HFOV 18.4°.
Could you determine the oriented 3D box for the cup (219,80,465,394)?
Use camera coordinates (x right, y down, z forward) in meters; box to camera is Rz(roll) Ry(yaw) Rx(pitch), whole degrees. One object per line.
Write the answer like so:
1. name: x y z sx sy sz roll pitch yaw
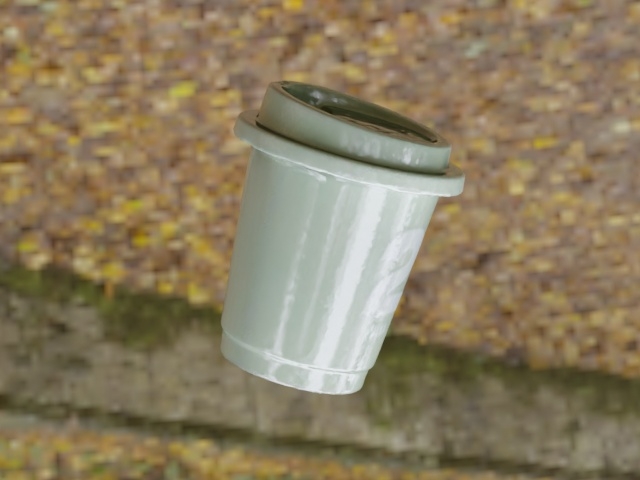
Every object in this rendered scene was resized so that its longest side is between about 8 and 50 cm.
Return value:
1. cup: 0.000 0.000 1.002 0.120 0.141 0.120 18 -170 -3
